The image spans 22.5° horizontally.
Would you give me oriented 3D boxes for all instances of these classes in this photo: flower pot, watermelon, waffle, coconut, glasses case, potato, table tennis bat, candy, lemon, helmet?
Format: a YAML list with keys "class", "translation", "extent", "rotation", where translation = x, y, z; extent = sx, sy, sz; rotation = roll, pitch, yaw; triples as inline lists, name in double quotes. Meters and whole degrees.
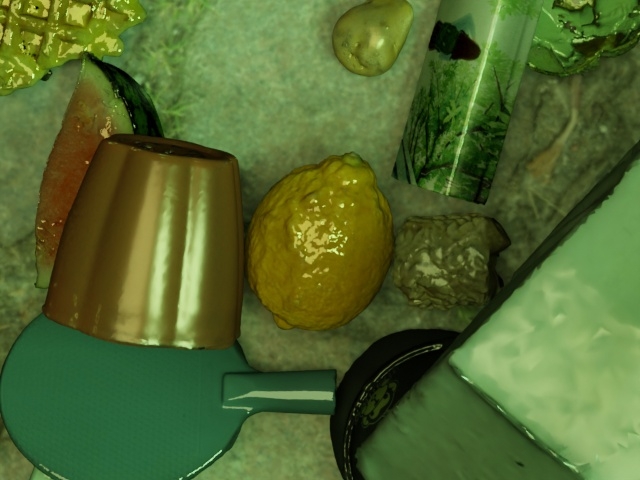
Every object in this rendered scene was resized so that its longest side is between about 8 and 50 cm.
- class: "flower pot"
  translation: [-0.149, -0.004, 1.481]
  extent: [0.191, 0.190, 0.173]
  rotation: [13, 99, 6]
- class: "watermelon"
  translation: [-0.218, -0.059, 1.589]
  extent: [0.119, 0.063, 0.245]
  rotation: [17, 105, 14]
- class: "waffle"
  translation: [-0.300, -0.284, 1.586]
  extent: [0.262, 0.060, 0.280]
  rotation: [-29, 91, 5]
- class: "coconut"
  translation: [0.246, -0.226, 1.522]
  extent: [0.133, 0.055, 0.158]
  rotation: [30, 97, 3]
- class: "glasses case"
  translation: [0.144, -0.177, 1.513]
  extent: [0.095, 0.062, 0.272]
  rotation: [21, 97, 50]
- class: "potato"
  translation: [0.052, -0.200, 1.550]
  extent: [0.068, 0.062, 0.083]
  rotation: [44, 76, -12]
- class: "table tennis bat"
  translation: [-0.148, 0.145, 1.564]
  extent: [0.329, 0.044, 0.215]
  rotation: [1, 65, -1]
- class: "candy"
  translation: [0.127, 0.021, 1.545]
  extent: [0.110, 0.085, 0.095]
  rotation: [3, 85, 18]
- class: "lemon"
  translation: [0.000, 0.000, 1.522]
  extent: [0.142, 0.142, 0.187]
  rotation: [23, 108, 5]
- class: "helmet"
  translation: [0.134, 0.212, 1.512]
  extent: [0.279, 0.160, 0.230]
  rotation: [37, 99, 2]

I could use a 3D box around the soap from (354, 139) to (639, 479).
- class: "soap"
  translation: [0.267, 0.064, 1.327]
  extent: [0.213, 0.350, 0.435]
  rotation: [43, 63, 4]

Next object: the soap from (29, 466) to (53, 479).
- class: "soap"
  translation: [-0.236, 0.271, 1.605]
  extent: [0.119, 0.066, 0.198]
  rotation: [21, 95, 4]
